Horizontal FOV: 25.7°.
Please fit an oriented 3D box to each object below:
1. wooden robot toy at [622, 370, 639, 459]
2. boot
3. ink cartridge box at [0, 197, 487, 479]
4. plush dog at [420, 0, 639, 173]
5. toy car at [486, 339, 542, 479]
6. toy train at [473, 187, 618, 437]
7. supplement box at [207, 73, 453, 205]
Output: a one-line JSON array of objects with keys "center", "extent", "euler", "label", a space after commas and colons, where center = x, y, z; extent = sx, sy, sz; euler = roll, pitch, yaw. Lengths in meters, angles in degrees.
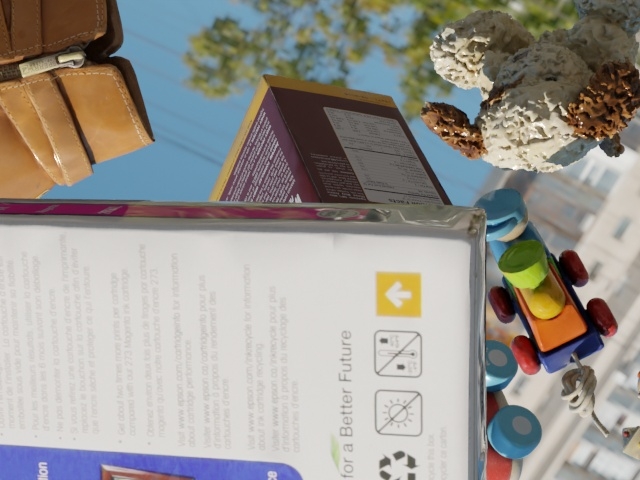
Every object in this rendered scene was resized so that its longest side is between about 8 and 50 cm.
[{"center": [0.337, 0.136, 1.346], "extent": [0.079, 0.173, 0.076], "euler": [42, 167, 52], "label": "wooden robot toy"}, {"center": [-0.241, -0.145, 0.864], "extent": [0.109, 0.220, 0.283], "euler": [-35, -74, -85], "label": "boot"}, {"center": [-0.114, 0.072, 0.595], "extent": [0.371, 0.175, 0.069], "euler": [1, -167, 10], "label": "ink cartridge box"}, {"center": [0.236, -0.141, 1.441], "extent": [0.225, 0.262, 0.210], "euler": [-47, -63, -53], "label": "plush dog"}, {"center": [0.155, 0.277, 2.019], "extent": [0.238, 0.219, 0.210], "euler": [-1, -126, -22], "label": "toy car"}, {"center": [0.219, 0.061, 1.355], "extent": [0.143, 0.105, 0.248], "euler": [58, -172, -34], "label": "toy train"}, {"center": [0.000, 0.000, 1.184], "extent": [0.129, 0.191, 0.194], "euler": [7, -142, -28], "label": "supplement box"}]
